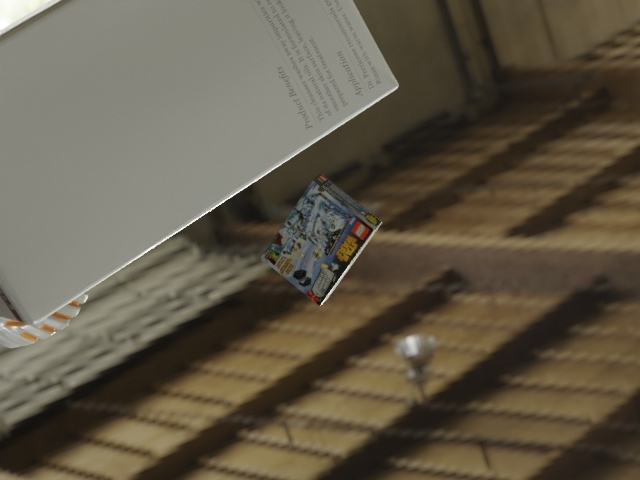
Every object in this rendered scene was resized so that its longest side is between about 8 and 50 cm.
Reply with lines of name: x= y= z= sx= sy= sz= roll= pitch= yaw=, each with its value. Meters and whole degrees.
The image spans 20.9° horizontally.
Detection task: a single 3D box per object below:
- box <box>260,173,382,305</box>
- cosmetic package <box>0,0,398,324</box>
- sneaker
box: x=0.000 y=0.000 z=2.050 sx=0.137 sy=0.094 sz=0.027 roll=-55 pitch=173 yaw=35
cosmetic package: x=-0.156 y=-0.119 z=1.457 sx=0.385 sy=0.217 sz=0.156 roll=-32 pitch=-167 yaw=-17
sneaker: x=-0.268 y=0.008 z=1.727 sx=0.083 sy=0.084 sz=0.215 roll=21 pitch=-103 yaw=45
